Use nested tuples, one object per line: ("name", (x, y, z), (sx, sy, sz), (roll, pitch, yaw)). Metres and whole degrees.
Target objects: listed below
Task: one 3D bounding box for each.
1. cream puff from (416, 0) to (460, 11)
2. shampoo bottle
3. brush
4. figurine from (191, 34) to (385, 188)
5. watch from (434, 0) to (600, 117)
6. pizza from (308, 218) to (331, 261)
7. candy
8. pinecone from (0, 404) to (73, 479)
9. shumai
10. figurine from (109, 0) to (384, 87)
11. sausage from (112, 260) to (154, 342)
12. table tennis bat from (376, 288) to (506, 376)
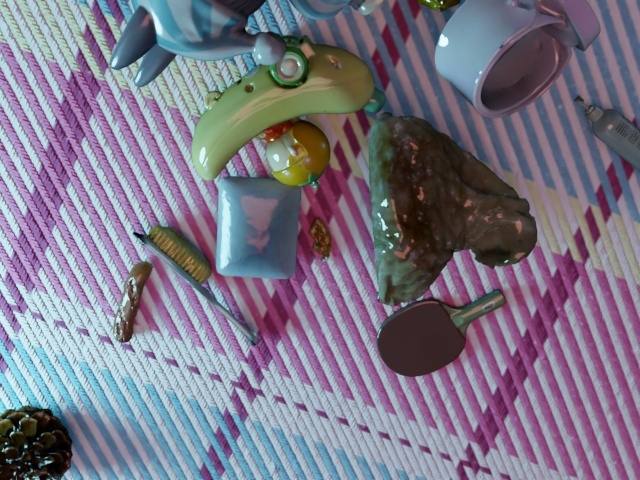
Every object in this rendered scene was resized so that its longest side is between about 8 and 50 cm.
("cream puff", (0.179, -0.425, 1.605), (0.146, 0.116, 0.146), (0, 113, 1))
("shampoo bottle", (0.494, -0.178, 1.731), (0.195, 0.056, 0.056), (37, 105, -12))
("brush", (-0.199, 0.068, 1.808), (0.297, 0.068, 0.060), (45, 81, -19))
("figurine", (-0.059, -0.189, 1.683), (0.324, 0.124, 0.222), (-34, 111, 10))
("watch", (0.276, -0.325, 1.592), (0.231, 0.196, 0.244), (-41, 150, 10))
("pizza", (0.000, 0.000, 1.804), (0.037, 0.016, 0.083), (-7, 111, 8))
("candy", (-0.106, -0.022, 1.764), (0.138, 0.071, 0.174), (3, 107, -4))
("pinecone", (-0.520, 0.382, 1.850), (0.163, 0.165, 0.163), (-4, 106, -13))
("shumai", (0.206, -0.061, 1.653), (0.262, 0.267, 0.314), (-5, 116, 3))
("figurine", (-0.147, -0.373, 1.576), (0.361, 0.266, 0.377), (31, 117, -27))
("sausage", (-0.331, 0.107, 1.826), (0.036, 0.042, 0.158), (30, 109, 29))
("table tennis bat", (0.217, 0.156, 1.865), (0.246, 0.022, 0.138), (-28, 109, 11))
